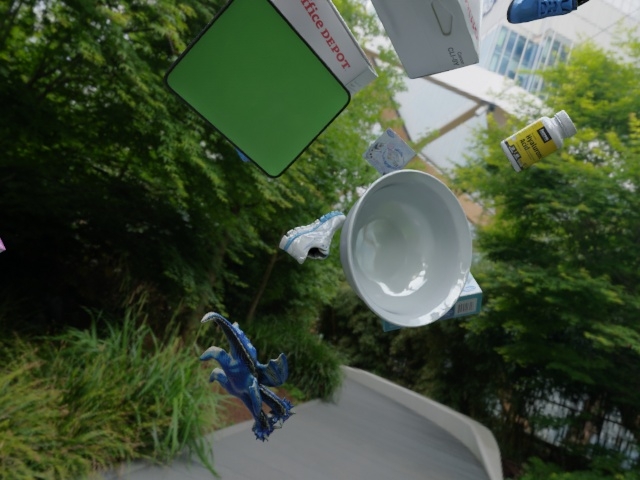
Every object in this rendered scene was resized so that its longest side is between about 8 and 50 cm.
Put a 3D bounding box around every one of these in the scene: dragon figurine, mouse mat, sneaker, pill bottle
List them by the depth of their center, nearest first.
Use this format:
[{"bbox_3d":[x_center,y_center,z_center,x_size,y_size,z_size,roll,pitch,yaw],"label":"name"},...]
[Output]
[{"bbox_3d":[-0.068,-0.181,0.602,0.189,0.152,0.007,40,8,-34],"label":"mouse mat"},{"bbox_3d":[-0.105,0.207,0.775,0.144,0.085,0.289,30,-39,22],"label":"dragon figurine"},{"bbox_3d":[0.387,-0.178,0.892,0.116,0.065,0.065,-32,-38,24],"label":"pill bottle"},{"bbox_3d":[0.000,0.000,1.105,0.083,0.190,0.071,48,-40,16],"label":"sneaker"},{"bbox_3d":[0.517,-0.533,1.123,0.082,0.209,0.069,50,-22,47],"label":"sneaker"}]

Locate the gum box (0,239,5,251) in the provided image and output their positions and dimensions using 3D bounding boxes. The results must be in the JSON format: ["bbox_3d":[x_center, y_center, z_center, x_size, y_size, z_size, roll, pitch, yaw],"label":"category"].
[{"bbox_3d":[-0.630,-0.025,0.847,0.107,0.062,0.188,61,-5,6],"label":"gum box"}]

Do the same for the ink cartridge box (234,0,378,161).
[{"bbox_3d":[-0.094,-0.429,1.281,0.286,0.394,0.166,58,17,0],"label":"ink cartridge box"}]

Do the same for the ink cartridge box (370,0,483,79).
[{"bbox_3d":[0.229,-0.582,1.043,0.160,0.385,0.279,-6,-31,31],"label":"ink cartridge box"}]

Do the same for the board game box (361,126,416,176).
[{"bbox_3d":[0.159,-0.198,1.158,0.090,0.090,0.020,46,12,7],"label":"board game box"}]

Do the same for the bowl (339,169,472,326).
[{"bbox_3d":[0.148,0.016,1.000,0.297,0.298,0.134,25,-12,-25],"label":"bowl"}]

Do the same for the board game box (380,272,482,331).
[{"bbox_3d":[0.253,0.079,1.378,0.253,0.336,0.079,-11,-52,-4],"label":"board game box"}]
